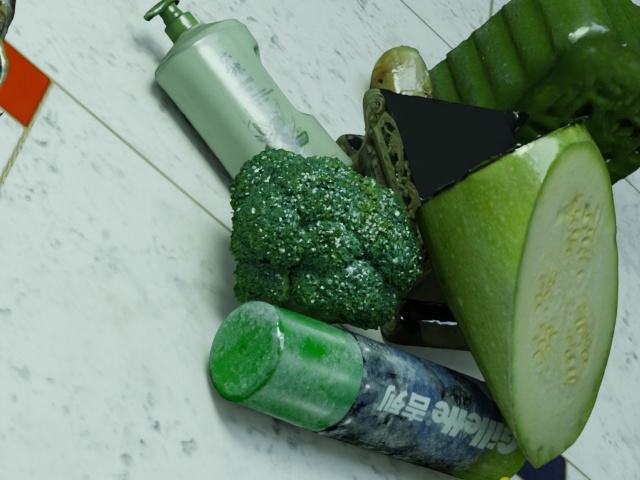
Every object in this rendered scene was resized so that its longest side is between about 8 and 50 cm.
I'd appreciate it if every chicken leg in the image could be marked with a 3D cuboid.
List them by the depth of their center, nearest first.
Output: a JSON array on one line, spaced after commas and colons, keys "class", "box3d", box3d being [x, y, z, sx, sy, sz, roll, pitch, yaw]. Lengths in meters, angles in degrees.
[{"class": "chicken leg", "box3d": [0.104, -0.129, 1.936, 0.093, 0.070, 0.178, 21, 48, -52]}]

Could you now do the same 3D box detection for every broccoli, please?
[{"class": "broccoli", "box3d": [0.000, 0.000, 1.530, 0.195, 0.156, 0.195, 11, 55, -17]}]

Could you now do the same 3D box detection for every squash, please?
[{"class": "squash", "box3d": [0.210, 0.046, 1.543, 0.189, 0.189, 0.260, -17, 79, -59]}]

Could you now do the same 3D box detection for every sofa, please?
[{"class": "sofa", "box3d": [0.120, -0.007, 1.761, 0.200, 0.182, 0.258, 7, 49, -29]}]

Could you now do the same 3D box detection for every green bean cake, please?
[{"class": "green bean cake", "box3d": [0.277, -0.163, 2.021, 0.247, 0.250, 0.156, 24, 39, -41]}]

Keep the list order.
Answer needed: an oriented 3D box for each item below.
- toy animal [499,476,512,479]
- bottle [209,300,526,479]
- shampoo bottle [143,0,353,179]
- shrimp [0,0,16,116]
[{"class": "toy animal", "box3d": [0.201, 0.319, 1.492, 0.230, 0.156, 0.156, 38, 32, -29]}, {"class": "bottle", "box3d": [0.050, 0.136, 1.526, 0.330, 0.093, 0.093, 22, 40, -41]}, {"class": "shampoo bottle", "box3d": [-0.078, -0.132, 1.650, 0.234, 0.087, 0.118, 52, 38, 2]}, {"class": "shrimp", "box3d": [-0.311, -0.145, 1.276, 0.172, 0.137, 0.372, 50, 19, -23]}]
